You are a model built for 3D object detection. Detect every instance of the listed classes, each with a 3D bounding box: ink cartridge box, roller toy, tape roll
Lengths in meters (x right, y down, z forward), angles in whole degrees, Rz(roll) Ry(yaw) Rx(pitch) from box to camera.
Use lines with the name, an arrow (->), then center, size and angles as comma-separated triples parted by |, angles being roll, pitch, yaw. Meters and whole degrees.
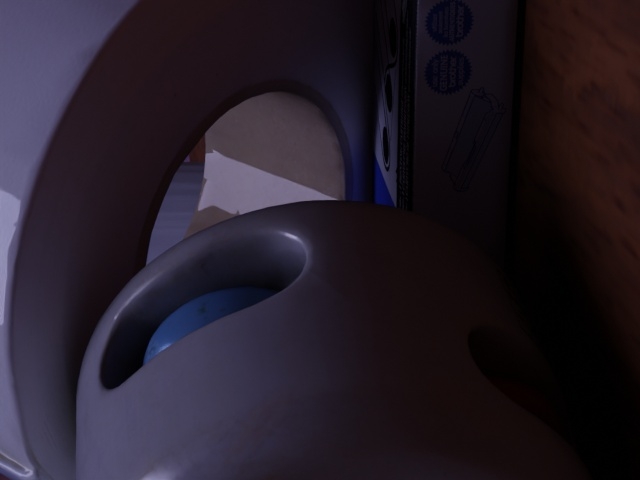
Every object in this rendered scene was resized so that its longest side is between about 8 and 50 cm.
ink cartridge box -> 0.052, -0.033, 0.679 | 0.097, 0.046, 0.207 | -107, 14, -61
roller toy -> 0.005, 0.088, 0.581 | 0.146, 0.209, 0.191 | -102, 23, -51
tape roll -> -0.068, -0.012, 0.700 | 0.100, 0.286, 0.286 | 21, 126, 33

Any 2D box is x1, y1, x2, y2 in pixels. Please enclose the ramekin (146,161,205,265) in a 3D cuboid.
ramekin -> -0.093, 0.066, 1.197 | 0.277, 0.135, 0.277 | -2, -90, -75
